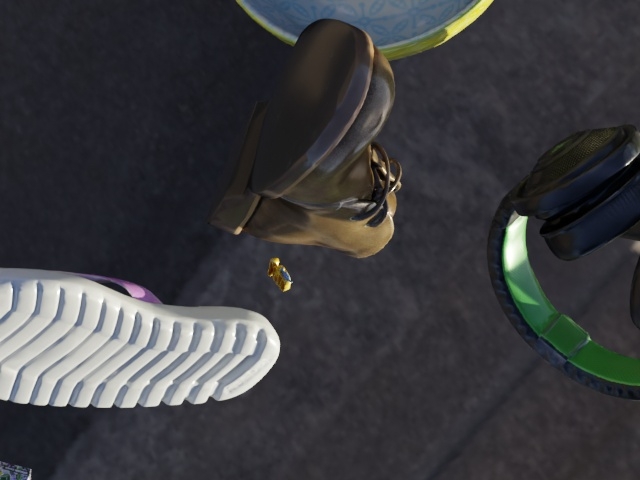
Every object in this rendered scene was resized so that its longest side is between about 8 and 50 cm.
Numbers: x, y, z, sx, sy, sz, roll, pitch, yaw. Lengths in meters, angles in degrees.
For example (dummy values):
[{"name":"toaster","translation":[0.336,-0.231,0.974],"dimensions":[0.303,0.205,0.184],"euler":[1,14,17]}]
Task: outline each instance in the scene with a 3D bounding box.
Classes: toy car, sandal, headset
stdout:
[{"name":"toy car","translation":[0.000,0.000,1.322],"dimensions":[0.060,0.040,0.122],"euler":[-9,140,-38]},{"name":"sandal","translation":[-0.231,0.091,1.465],"dimensions":[0.416,0.102,0.169],"euler":[16,124,-41]},{"name":"headset","translation":[0.306,-0.021,1.278],"dimensions":[0.185,0.243,0.394],"euler":[-41,166,-37]}]

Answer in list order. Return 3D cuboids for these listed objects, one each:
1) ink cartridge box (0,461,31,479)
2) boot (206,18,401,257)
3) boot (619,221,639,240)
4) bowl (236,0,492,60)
[{"name":"ink cartridge box","translation":[-0.352,0.290,1.501],"dimensions":[0.063,0.115,0.029],"euler":[16,148,-4]},{"name":"boot","translation":[0.012,-0.054,0.908],"dimensions":[0.115,0.305,0.112],"euler":[22,76,-8]},{"name":"boot","translation":[0.443,0.000,1.890],"dimensions":[0.094,0.207,0.246],"euler":[13,90,-32]},{"name":"bowl","translation":[0.054,-0.284,1.307],"dimensions":[0.289,0.289,0.156],"euler":[-36,164,3]}]
